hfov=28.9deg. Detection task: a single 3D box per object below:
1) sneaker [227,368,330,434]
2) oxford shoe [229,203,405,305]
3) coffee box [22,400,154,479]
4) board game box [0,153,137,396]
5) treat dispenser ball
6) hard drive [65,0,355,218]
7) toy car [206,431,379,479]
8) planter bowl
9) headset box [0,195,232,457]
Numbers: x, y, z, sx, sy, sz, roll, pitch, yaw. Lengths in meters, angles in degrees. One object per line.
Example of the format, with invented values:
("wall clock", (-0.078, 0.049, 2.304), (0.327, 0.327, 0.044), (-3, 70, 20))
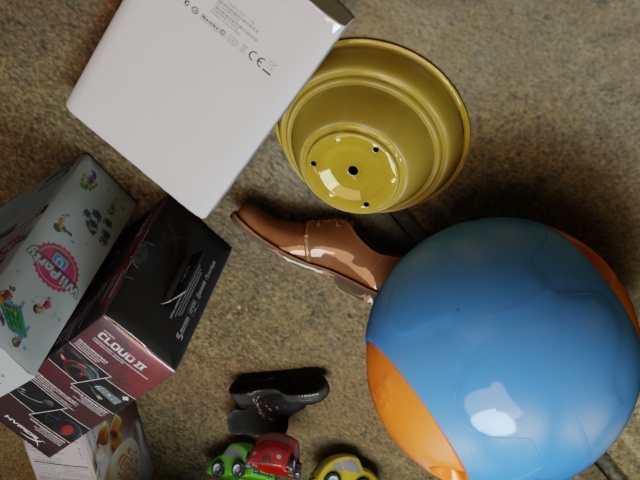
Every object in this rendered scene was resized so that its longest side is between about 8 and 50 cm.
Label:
("sneaker", (-0.054, 0.216, 1.616), (0.170, 0.051, 0.089), (-5, 126, 27))
("oxford shoe", (0.000, 0.000, 1.423), (0.212, 0.076, 0.076), (24, 101, 1))
("coffee box", (-0.316, 0.269, 1.682), (0.098, 0.141, 0.246), (4, 127, 16))
("board game box", (-0.363, 0.060, 1.419), (0.224, 0.303, 0.097), (-28, 115, 34))
("treat dispenser ball", (0.189, 0.119, 1.297), (0.288, 0.288, 0.288), (9, 130, 11))
("hard drive", (-0.125, -0.185, 1.298), (0.203, 0.040, 0.307), (40, 130, -1))
("toy car", (-0.061, 0.294, 1.649), (0.225, 0.053, 0.239), (-7, 157, 42))
("planter bowl", (0.043, -0.095, 1.304), (0.217, 0.090, 0.217), (9, 130, 11))
("headset box", (-0.241, 0.097, 1.466), (0.110, 0.218, 0.293), (41, 128, -18))
